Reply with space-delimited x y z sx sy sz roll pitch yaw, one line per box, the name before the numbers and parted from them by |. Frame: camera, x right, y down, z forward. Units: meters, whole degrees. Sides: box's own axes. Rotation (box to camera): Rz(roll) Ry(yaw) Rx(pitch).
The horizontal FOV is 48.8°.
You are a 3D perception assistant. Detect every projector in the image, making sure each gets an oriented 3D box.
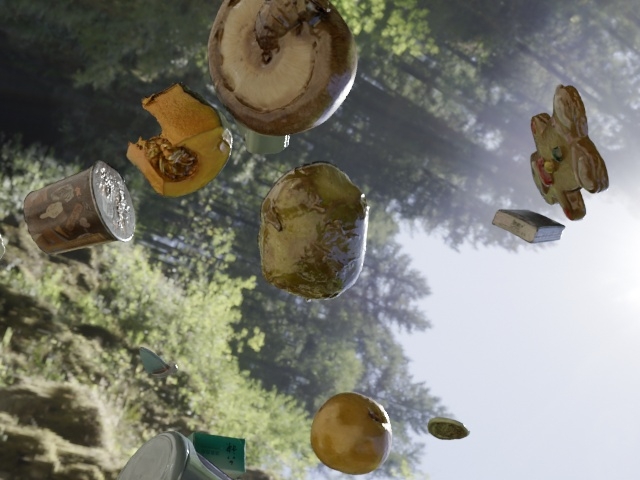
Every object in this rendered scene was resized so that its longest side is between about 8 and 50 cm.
projector | -0.145 -0.349 1.626 0.250 0.108 0.198 -113 -155 -45

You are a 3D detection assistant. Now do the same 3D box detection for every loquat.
loquat | 0.076 0.484 1.761 0.208 0.208 0.208 -36 -138 40

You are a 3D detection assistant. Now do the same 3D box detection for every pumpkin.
pumpkin | -0.418 -0.295 2.127 0.225 0.256 0.303 52 -48 27

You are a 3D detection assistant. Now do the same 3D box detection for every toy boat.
toy boat | -0.443 0.312 1.844 0.096 0.122 0.034 -21 -144 27

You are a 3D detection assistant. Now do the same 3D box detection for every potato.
potato | 0.000 0.000 1.487 0.196 0.247 0.299 60 -29 36

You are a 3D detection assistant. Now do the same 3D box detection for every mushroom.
mushroom | -0.063 -0.316 1.176 0.278 0.163 0.297 -46 -114 37

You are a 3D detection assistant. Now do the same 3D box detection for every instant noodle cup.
instant noodle cup | -0.609 -0.073 1.778 0.208 0.217 0.217 -17 -133 9

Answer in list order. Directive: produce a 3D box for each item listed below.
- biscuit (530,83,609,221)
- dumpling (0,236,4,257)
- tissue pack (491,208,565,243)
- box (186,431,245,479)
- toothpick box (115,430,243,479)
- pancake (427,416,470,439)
biscuit | 0.564 -0.179 1.688 0.432 0.064 0.282 70 2 -82
dumpling | -0.624 0.055 1.128 0.124 0.229 0.151 55 -39 26
tissue pack | 0.485 -0.036 1.641 0.112 0.156 0.051 30 -69 37
box | -0.315 0.596 1.867 0.245 0.153 0.092 -46 -142 44
toothpick box | -0.272 0.621 1.557 0.263 0.355 0.263 -36 -154 21
pancake | 0.301 0.449 1.676 0.108 0.108 0.017 -35 -149 41
